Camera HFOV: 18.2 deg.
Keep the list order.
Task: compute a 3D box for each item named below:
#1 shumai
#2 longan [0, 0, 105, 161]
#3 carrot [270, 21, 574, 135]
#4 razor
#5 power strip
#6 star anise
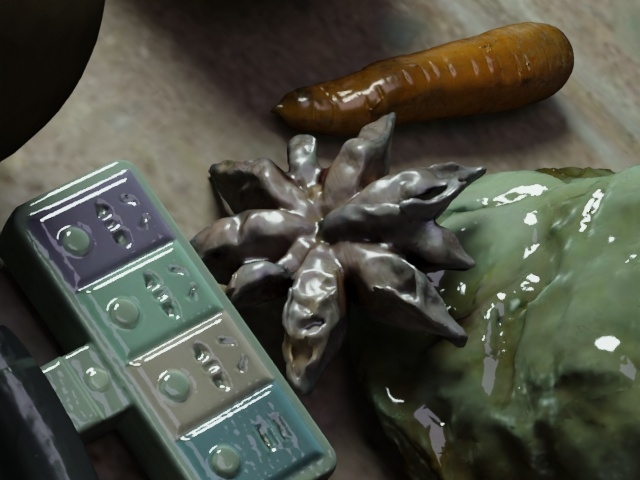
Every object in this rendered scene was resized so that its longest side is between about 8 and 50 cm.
[{"bbox_3d":[0.204,0.032,1.157,0.304,0.263,0.309,33,47,-11],"label":"shumai"},{"bbox_3d":[-0.248,-0.150,0.996,0.297,0.297,0.297,16,52,-22],"label":"longan"},{"bbox_3d":[0.074,-0.102,1.314,0.248,0.059,0.059,-15,68,-36],"label":"carrot"},{"bbox_3d":[-0.151,0.121,0.988,0.054,0.090,0.148,-11,65,-50],"label":"razor"},{"bbox_3d":[-0.108,0.074,1.078,0.145,0.061,0.216,-27,75,-34],"label":"power strip"},{"bbox_3d":[0.000,0.000,1.146,0.182,0.065,0.195,0,58,11],"label":"star anise"}]
